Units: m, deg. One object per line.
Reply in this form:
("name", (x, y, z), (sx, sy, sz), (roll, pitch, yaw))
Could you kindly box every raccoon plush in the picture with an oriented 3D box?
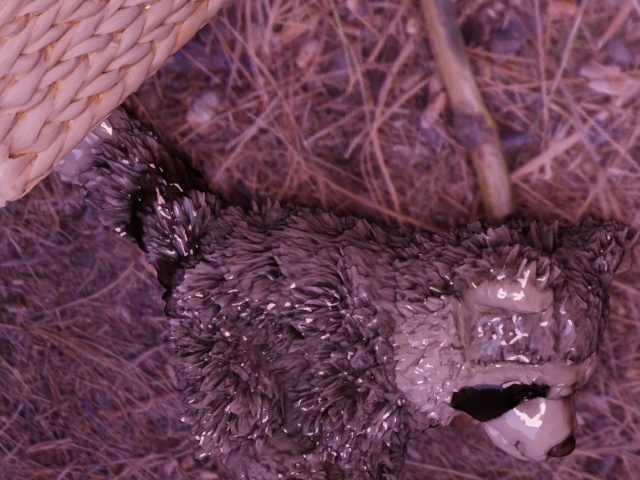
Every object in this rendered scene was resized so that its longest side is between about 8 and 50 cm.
("raccoon plush", (0.000, 0.000, 1.097), (0.446, 0.216, 0.299), (41, 127, 1))

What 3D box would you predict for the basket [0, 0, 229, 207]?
("basket", (-0.258, -0.234, 1.004), (0.328, 0.331, 0.266), (12, 133, 27))
